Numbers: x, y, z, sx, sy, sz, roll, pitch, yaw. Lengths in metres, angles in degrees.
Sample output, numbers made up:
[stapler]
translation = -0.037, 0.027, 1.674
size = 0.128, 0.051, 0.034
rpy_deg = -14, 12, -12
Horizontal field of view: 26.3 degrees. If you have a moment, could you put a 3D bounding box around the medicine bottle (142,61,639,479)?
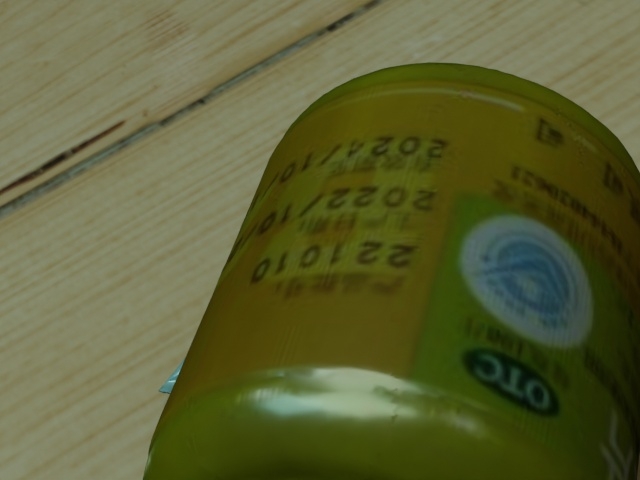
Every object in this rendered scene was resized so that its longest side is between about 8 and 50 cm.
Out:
[medicine bottle]
translation = 0.033, 0.110, 0.640
size = 0.224, 0.224, 0.384
rpy_deg = -3, 41, 23

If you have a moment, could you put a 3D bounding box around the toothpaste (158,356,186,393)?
[toothpaste]
translation = 0.000, 0.000, 0.937
size = 0.075, 0.048, 0.297
rpy_deg = 14, 54, 34
